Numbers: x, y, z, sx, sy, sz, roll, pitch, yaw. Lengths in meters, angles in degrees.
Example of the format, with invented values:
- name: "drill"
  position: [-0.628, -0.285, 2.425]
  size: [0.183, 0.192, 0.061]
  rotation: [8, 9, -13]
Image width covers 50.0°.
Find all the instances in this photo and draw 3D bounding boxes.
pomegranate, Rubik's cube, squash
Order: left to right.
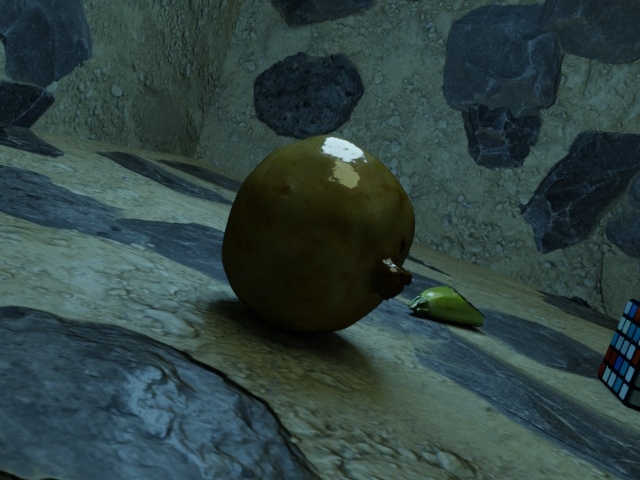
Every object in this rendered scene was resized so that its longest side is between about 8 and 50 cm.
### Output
- name: "pomegranate"
  position: [-0.007, -0.012, 1.001]
  size: [0.307, 0.307, 0.307]
  rotation: [19, 8, -3]
- name: "squash"
  position: [0.263, 0.132, 1.449]
  size: [0.200, 0.075, 0.090]
  rotation: [12, 36, -34]
- name: "Rubik's cube"
  position: [0.671, 0.236, 1.321]
  size: [0.184, 0.182, 0.187]
  rotation: [19, 7, 3]
